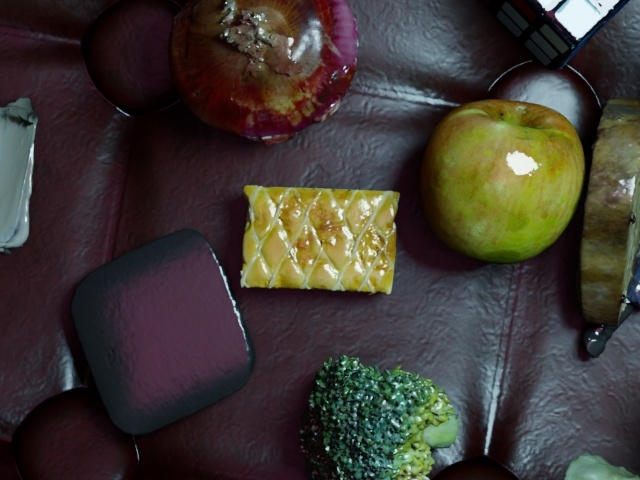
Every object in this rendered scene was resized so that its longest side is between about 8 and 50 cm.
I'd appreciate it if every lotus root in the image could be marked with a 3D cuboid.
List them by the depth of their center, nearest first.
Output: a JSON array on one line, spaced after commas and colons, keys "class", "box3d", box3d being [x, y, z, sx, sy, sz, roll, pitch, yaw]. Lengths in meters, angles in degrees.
[{"class": "lotus root", "box3d": [0.346, -0.049, 1.454, 0.074, 0.170, 0.261, 10, 70, 17]}]

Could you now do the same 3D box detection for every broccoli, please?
[{"class": "broccoli", "box3d": [0.082, 0.216, 1.471, 0.194, 0.219, 0.194, 16, 54, -24]}]

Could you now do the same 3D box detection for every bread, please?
[{"class": "bread", "box3d": [-0.001, 0.000, 1.511, 0.188, 0.068, 0.125, 3, 89, 0]}]

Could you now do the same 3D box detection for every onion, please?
[{"class": "onion", "box3d": [-0.064, -0.228, 1.472, 0.230, 0.163, 0.230, 1, 85, -8]}]

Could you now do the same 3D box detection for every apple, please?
[{"class": "apple", "box3d": [0.209, -0.067, 1.452, 0.196, 0.196, 0.196, 0, 88, 0]}]

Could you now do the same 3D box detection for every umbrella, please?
[{"class": "umbrella", "box3d": [0.400, 0.037, 1.511, 0.248, 0.071, 0.071, -44, 89, 3]}]

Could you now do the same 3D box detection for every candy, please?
[{"class": "candy", "box3d": [-0.419, -0.081, 1.468, 0.137, 0.185, 0.195, 6, 93, 5]}]

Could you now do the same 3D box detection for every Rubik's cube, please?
[{"class": "Rubik's cube", "box3d": [0.287, -0.318, 1.471, 0.160, 0.162, 0.163, -45, 90, -2]}]

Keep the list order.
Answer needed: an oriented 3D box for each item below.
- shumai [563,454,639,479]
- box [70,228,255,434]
[{"class": "shumai", "box3d": [0.443, 0.305, 1.376, 0.288, 0.330, 0.292, -25, 131, -13]}, {"class": "box", "box3d": [-0.192, 0.111, 1.523, 0.201, 0.042, 0.212, -24, 87, 0]}]
